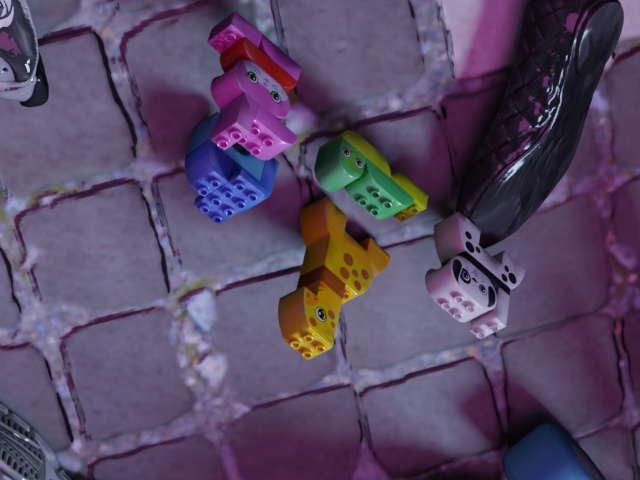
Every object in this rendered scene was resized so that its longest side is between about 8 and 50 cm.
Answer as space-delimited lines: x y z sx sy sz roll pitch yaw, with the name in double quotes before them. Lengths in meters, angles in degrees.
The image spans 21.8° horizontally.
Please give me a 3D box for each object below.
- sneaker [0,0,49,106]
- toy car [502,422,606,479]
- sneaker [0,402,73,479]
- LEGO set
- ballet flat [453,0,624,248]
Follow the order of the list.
"sneaker" -0.206 -0.068 0.820 0.132 0.086 0.229 19 111 -21
"toy car" 0.123 0.274 0.967 0.219 0.238 0.210 -38 117 10
"sneaker" -0.164 0.191 0.967 0.115 0.090 0.232 -40 108 17
"LEGO set" 0.000 0.000 0.875 0.227 0.093 0.087 39 131 -25
"ballet flat" 0.114 -0.069 0.910 0.057 0.049 0.173 -2 126 -41
